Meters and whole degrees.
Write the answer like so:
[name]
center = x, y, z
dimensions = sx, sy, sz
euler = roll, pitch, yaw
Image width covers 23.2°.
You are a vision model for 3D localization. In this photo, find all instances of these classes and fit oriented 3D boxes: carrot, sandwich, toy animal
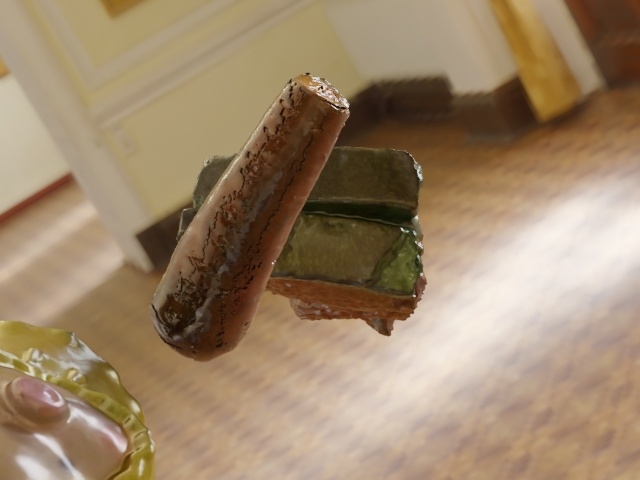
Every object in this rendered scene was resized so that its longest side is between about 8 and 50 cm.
[carrot]
center = -0.037, -0.010, 0.807
dimensions = 0.161, 0.055, 0.055
euler = -61, 3, 19
[sandwich]
center = -0.009, -0.001, 1.181
dimensions = 0.184, 0.109, 0.160
euler = 6, -17, 1
[toy animal]
center = -0.149, 0.111, 0.715
dimensions = 0.156, 0.156, 0.230
euler = -29, 9, 5
